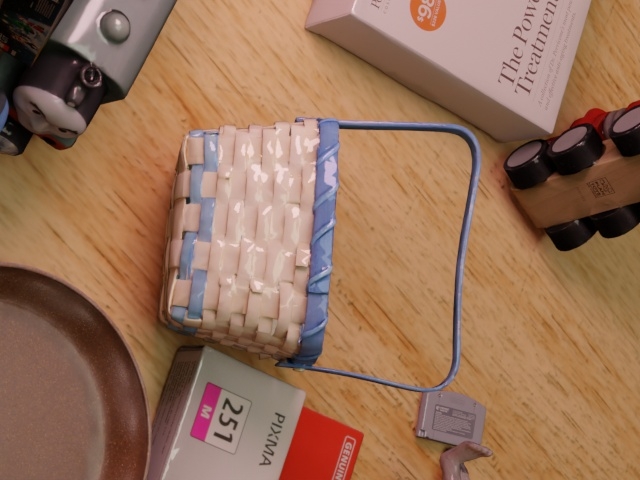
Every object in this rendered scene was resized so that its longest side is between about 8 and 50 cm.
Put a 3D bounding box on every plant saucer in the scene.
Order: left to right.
[{"bbox_3d":[-0.295,0.174,1.565,0.310,0.050,0.311,3,85,-35],"label":"plant saucer"}]

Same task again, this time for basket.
[{"bbox_3d":[0.000,0.000,1.669,0.289,0.201,0.255,8,82,-2],"label":"basket"}]

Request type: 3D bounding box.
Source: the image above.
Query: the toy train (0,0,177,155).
[{"bbox_3d":[-0.196,-0.225,1.576,0.142,0.190,0.334,38,67,-26],"label":"toy train"}]

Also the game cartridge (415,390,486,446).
[{"bbox_3d":[0.138,0.188,1.883,0.083,0.017,0.056,18,80,-32],"label":"game cartridge"}]

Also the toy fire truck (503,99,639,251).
[{"bbox_3d":[0.352,-0.107,1.945,0.158,0.217,0.246,53,46,-19],"label":"toy fire truck"}]

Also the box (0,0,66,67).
[{"bbox_3d":[-0.186,-0.233,1.365,0.044,0.233,0.159,32,75,-10],"label":"box"}]

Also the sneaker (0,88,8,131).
[{"bbox_3d":[-0.323,-0.043,1.509,0.209,0.069,0.082,-48,129,10],"label":"sneaker"}]

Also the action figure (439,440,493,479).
[{"bbox_3d":[0.167,0.398,1.838,0.341,0.178,0.330,33,74,-55],"label":"action figure"}]

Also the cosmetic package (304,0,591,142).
[{"bbox_3d":[0.169,-0.334,1.896,0.284,0.097,0.377,26,73,-28],"label":"cosmetic package"}]

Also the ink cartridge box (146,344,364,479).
[{"bbox_3d":[-0.072,0.270,1.707,0.239,0.060,0.275,27,72,-29],"label":"ink cartridge box"}]
